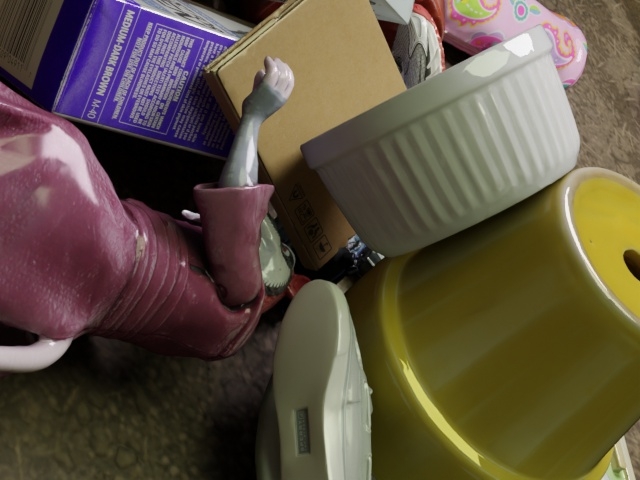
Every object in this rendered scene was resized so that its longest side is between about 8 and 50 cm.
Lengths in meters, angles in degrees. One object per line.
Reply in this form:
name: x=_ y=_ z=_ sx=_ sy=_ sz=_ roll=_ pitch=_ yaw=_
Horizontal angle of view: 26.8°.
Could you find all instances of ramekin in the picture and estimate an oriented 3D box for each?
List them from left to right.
ramekin: x=0.099 y=-0.071 z=1.025 sx=0.207 sy=0.207 sz=0.109 roll=-32 pitch=96 yaw=-54

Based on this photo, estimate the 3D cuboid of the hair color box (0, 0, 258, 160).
hair color box: x=-0.107 y=-0.144 z=1.149 sx=0.339 sy=0.110 sz=0.185 roll=14 pitch=14 yaw=-42

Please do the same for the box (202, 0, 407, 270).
box: x=0.006 y=-0.102 z=1.108 sx=0.164 sy=0.021 sz=0.201 roll=-43 pitch=124 yaw=-26

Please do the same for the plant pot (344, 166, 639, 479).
plant pot: x=0.171 y=0.076 z=1.059 sx=0.254 sy=0.239 sz=0.254 roll=25 pitch=43 yaw=-26

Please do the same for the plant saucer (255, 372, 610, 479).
plant saucer: x=0.095 y=0.247 z=1.110 sx=0.400 sy=0.100 sz=0.400 roll=25 pitch=43 yaw=-26

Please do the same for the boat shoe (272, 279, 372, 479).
boat shoe: x=0.011 y=0.122 z=0.984 sx=0.063 sy=0.066 sz=0.184 roll=17 pitch=61 yaw=-47

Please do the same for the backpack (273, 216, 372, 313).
backpack: x=0.000 y=0.000 z=1.219 sx=0.084 sy=0.105 sz=0.114 roll=54 pitch=33 yaw=1

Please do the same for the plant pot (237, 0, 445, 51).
plant pot: x=0.016 y=-0.312 z=1.384 sx=0.272 sy=0.272 sz=0.265 roll=18 pitch=57 yaw=-39

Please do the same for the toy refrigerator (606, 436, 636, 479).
toy refrigerator: x=0.242 y=0.199 z=1.331 sx=0.102 sy=0.094 sz=0.269 roll=21 pitch=46 yaw=-36

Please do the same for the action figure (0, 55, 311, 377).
action figure: x=-0.139 y=0.020 z=0.931 sx=0.370 sy=0.248 sz=0.276 roll=16 pitch=51 yaw=-36

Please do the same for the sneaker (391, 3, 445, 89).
sneaker: x=0.059 y=-0.121 z=1.298 sx=0.092 sy=0.225 sz=0.088 roll=11 pitch=24 yaw=-13

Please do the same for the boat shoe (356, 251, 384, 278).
boat shoe: x=0.023 y=0.000 z=1.299 sx=0.040 sy=0.049 sz=0.142 roll=-35 pitch=87 yaw=-35

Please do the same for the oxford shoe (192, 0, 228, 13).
oxford shoe: x=-0.170 y=-0.209 z=1.235 sx=0.212 sy=0.076 sz=0.076 roll=16 pitch=63 yaw=-38

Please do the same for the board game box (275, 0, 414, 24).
board game box: x=-0.036 y=-0.336 z=1.227 sx=0.097 sy=0.303 sz=0.224 roll=29 pitch=76 yaw=-63

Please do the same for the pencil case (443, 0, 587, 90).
pencil case: x=0.198 y=-0.272 z=1.654 sx=0.284 sy=0.124 sz=0.124 roll=24 pitch=45 yaw=-34
